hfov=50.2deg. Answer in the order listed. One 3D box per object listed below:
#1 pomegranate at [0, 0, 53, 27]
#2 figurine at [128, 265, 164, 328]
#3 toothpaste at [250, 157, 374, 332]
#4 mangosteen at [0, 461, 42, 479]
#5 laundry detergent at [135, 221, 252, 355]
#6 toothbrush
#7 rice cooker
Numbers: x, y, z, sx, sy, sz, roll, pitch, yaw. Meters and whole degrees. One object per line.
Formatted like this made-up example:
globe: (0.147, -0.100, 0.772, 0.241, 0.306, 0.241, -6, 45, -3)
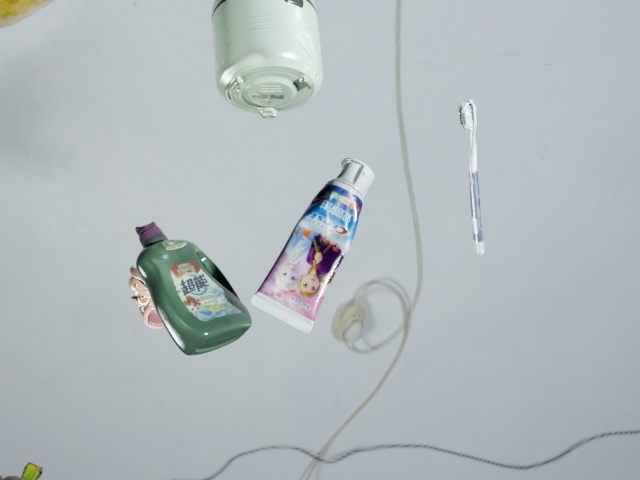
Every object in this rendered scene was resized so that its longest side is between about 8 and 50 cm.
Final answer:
pomegranate: (-0.366, -0.352, 0.679, 0.229, 0.252, 0.270, -50, 127, -25)
figurine: (-0.345, 0.111, 1.417, 0.114, 0.126, 0.157, -19, 141, 34)
toothpaste: (0.000, 0.000, 1.008, 0.096, 0.061, 0.266, 28, 71, -1)
mangosteen: (-0.341, 0.308, 0.726, 0.137, 0.151, 0.137, 11, 135, 11)
laundry detergent: (-0.203, 0.060, 1.030, 0.078, 0.144, 0.222, -48, 67, 32)
toothbrush: (0.261, -0.098, 1.163, 0.026, 0.024, 0.288, -23, 120, -20)
rice cooker: (-0.105, -0.385, 1.344, 0.225, 0.226, 0.244, -10, 73, 2)
